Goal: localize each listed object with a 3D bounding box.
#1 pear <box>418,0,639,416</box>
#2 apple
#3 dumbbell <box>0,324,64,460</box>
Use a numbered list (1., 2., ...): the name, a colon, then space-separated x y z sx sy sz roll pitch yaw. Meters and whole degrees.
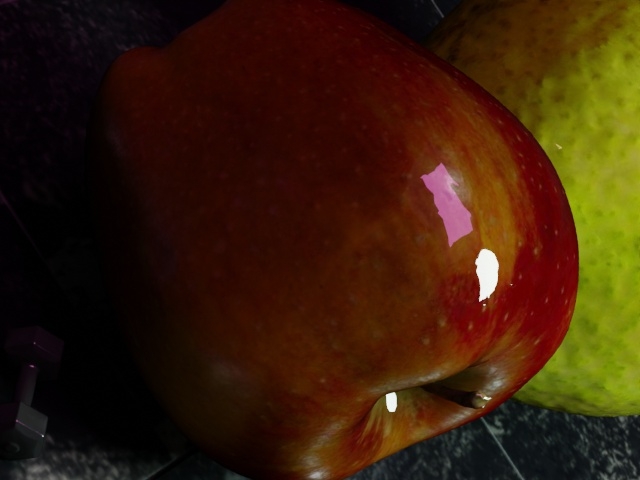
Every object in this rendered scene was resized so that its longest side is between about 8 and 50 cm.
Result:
1. pear: 0.205 -0.046 1.414 0.391 0.391 0.391 31 40 -31
2. apple: 0.000 0.000 1.172 0.288 0.288 0.317 -4 52 -52
3. dumbbell: -0.175 0.090 1.097 0.040 0.036 0.083 35 38 -27
